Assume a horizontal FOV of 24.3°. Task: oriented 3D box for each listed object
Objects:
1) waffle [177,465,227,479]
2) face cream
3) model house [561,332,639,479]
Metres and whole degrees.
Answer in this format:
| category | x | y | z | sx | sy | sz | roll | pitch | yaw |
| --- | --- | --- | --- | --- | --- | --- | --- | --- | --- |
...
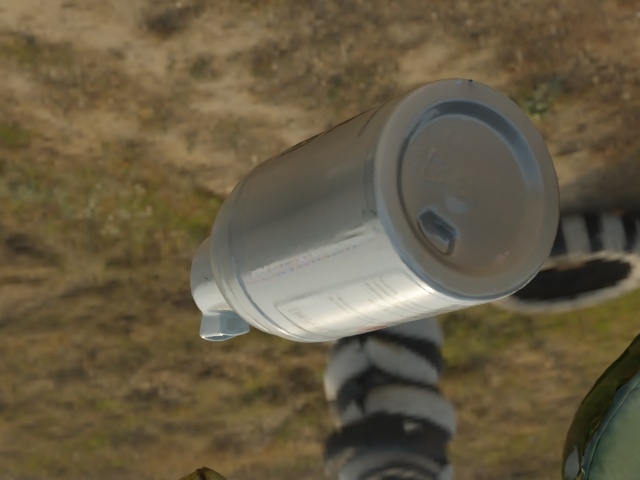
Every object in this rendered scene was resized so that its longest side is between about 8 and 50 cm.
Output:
| category | x | y | z | sx | sy | sz | roll | pitch | yaw |
| --- | --- | --- | --- | --- | --- | --- | --- | --- | --- |
| waffle | -0.123 | 0.326 | 1.508 | 0.221 | 0.055 | 0.248 | -33 | 141 | 23 |
| face cream | 0.000 | 0.000 | 1.069 | 0.145 | 0.145 | 0.370 | 3 | 168 | -31 |
| model house | 0.294 | 0.101 | 0.851 | 0.321 | 0.261 | 0.266 | -15 | -169 | 11 |
